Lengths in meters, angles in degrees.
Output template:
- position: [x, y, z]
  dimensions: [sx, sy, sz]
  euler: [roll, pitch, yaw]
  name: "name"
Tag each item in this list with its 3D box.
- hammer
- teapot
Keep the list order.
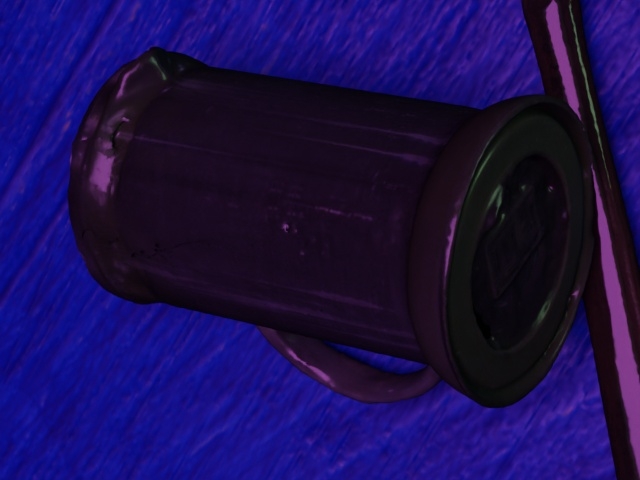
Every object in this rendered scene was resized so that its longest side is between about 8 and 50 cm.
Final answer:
- position: [0.186, -0.027, 1.313]
  dimensions: [0.168, 0.044, 0.439]
  euler: [-11, 90, 23]
  name: "hammer"
- position: [0.000, 0.000, 1.304]
  dimensions: [0.337, 0.200, 0.270]
  euler: [12, 136, 32]
  name: "teapot"
